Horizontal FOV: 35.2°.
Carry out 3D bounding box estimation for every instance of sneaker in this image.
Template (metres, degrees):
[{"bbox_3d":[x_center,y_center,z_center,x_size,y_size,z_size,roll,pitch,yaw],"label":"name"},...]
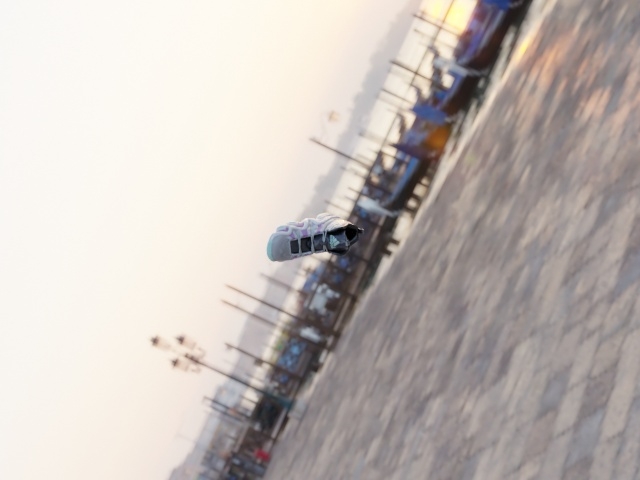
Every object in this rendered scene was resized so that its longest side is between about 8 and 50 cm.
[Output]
[{"bbox_3d":[0.000,0.000,0.992,0.098,0.069,0.038,-26,-63,-35],"label":"sneaker"}]
